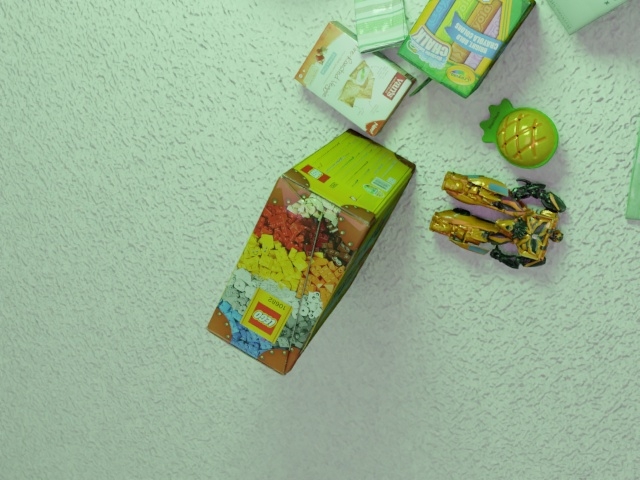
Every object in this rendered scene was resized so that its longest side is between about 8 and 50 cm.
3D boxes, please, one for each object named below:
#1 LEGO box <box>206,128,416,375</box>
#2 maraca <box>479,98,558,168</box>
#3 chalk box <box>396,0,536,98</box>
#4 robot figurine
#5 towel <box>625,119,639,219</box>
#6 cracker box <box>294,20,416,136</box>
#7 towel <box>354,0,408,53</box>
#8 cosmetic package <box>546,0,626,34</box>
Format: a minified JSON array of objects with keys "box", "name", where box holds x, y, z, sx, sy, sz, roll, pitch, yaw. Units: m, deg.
[{"box":[0.000,0.000,1.682,0.193,0.500,0.372,31,113,6],"name":"LEGO box"},{"box":[0.429,-0.231,1.689,0.186,0.099,0.127,38,109,31],"name":"maraca"},{"box":[0.288,-0.416,1.627,0.179,0.180,0.289,34,116,5],"name":"chalk box"},{"box":[0.403,-0.045,1.762,0.291,0.085,0.211,18,113,12],"name":"robot figurine"},{"box":[0.822,-0.144,1.618,0.325,0.038,0.247,6,110,16],"name":"towel"},{"box":[0.078,-0.367,1.772,0.232,0.067,0.155,36,114,3],"name":"cracker box"},{"box":[0.129,-0.488,1.700,0.113,0.023,0.151,-9,76,16],"name":"towel"},{"box":[0.512,-0.545,1.469,0.138,0.225,0.224,-36,94,-13],"name":"cosmetic package"}]
